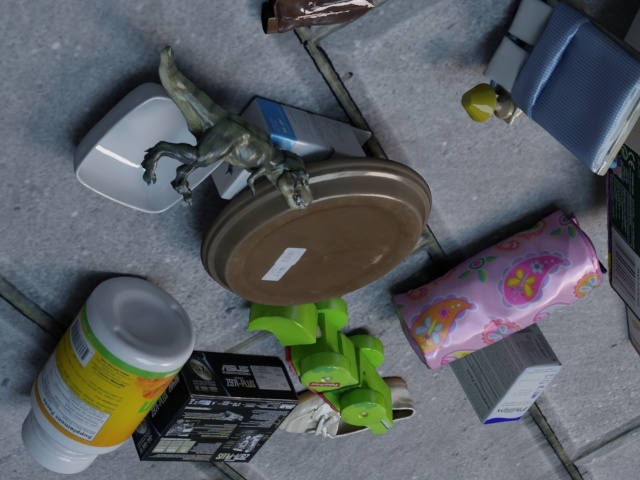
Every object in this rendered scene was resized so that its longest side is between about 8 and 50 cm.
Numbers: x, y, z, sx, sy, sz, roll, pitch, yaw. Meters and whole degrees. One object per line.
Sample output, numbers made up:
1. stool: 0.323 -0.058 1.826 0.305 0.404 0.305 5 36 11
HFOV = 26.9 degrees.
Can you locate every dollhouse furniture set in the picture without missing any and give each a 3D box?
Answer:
1. dollhouse furniture set: 0.264 -0.196 1.344 0.198 0.286 0.303 7 122 -37

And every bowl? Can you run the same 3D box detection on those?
1. bowl: -0.177 -0.102 1.392 0.142 0.053 0.142 -41 143 20

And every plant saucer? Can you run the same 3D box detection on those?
1. plant saucer: 0.000 0.000 1.544 0.278 0.041 0.278 -13 151 -7

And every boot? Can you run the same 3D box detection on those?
1. boot: 0.002 -0.249 1.330 0.114 0.037 0.106 -10 155 -16

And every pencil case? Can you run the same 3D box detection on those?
1. pencil case: 0.242 0.065 1.809 0.284 0.124 0.124 -29 144 3

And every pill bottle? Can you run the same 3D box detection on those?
1. pill bottle: -0.265 0.170 1.612 0.136 0.136 0.245 8 133 -38

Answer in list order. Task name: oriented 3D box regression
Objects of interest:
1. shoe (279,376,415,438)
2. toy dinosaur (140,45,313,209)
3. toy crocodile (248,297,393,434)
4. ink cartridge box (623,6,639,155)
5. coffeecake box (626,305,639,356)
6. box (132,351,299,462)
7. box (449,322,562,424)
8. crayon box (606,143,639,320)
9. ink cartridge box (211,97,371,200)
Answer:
1. shoe: 0.039 0.251 1.966 0.219 0.058 0.076 -9 141 -22
2. toy dinosaur: -0.117 -0.094 1.350 0.118 0.064 0.268 -38 138 12
3. toy crocodile: 0.014 0.168 1.804 0.105 0.115 0.340 -15 146 19
4. ink cartridge box: 0.482 -0.155 1.463 0.270 0.198 0.197 13 112 -26
5. coffeecake box: 0.561 0.112 2.101 0.142 0.068 0.185 -27 145 -2
6. box: -0.145 0.227 1.807 0.180 0.077 0.147 8 133 -38
7. box: 0.267 0.178 1.957 0.072 0.126 0.137 -1 138 -33
8. crayon box: 0.527 -0.102 1.705 0.313 0.106 0.363 -18 128 -9
9. ink cartridge box: -0.023 -0.086 1.500 0.180 0.060 0.104 11 131 -41
